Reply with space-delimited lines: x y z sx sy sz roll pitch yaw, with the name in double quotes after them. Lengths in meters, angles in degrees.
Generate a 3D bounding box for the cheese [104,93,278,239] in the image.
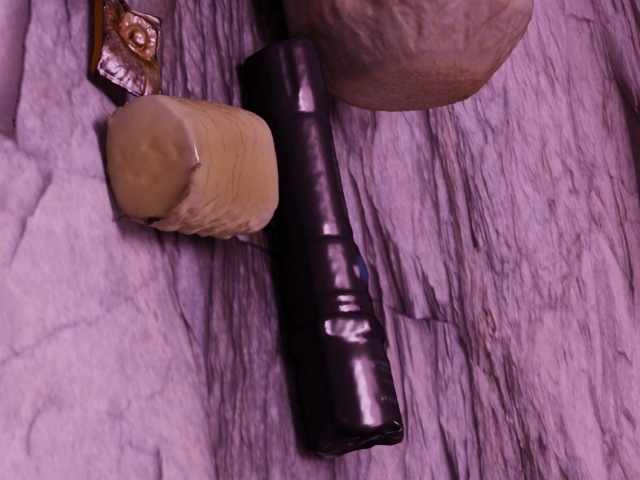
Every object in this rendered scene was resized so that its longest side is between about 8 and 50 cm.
-0.108 -0.066 1.549 0.167 0.093 0.123 6 68 -63 "cheese"

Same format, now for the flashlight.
0.000 0.000 1.727 0.103 0.103 0.424 20 56 -59 "flashlight"

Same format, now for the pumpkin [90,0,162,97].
-0.176 -0.170 1.556 0.073 0.035 0.101 30 51 -39 "pumpkin"

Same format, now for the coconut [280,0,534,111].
0.085 -0.306 1.874 0.329 0.328 0.329 42 39 -46 "coconut"
